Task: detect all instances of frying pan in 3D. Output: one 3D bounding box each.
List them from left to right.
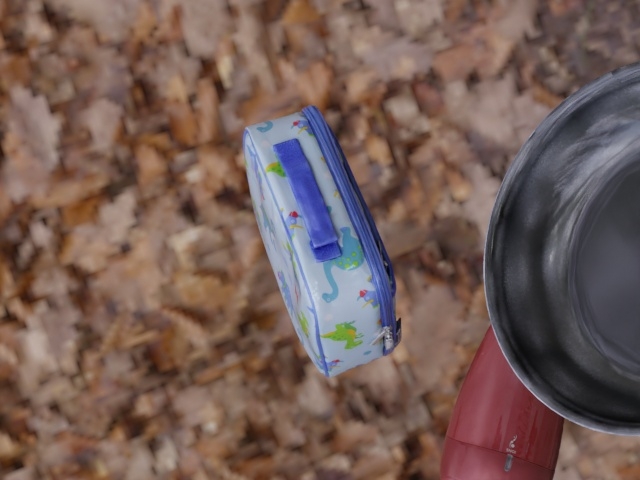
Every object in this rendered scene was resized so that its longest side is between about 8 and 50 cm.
[{"bbox_3d":[0.203,0.047,0.928,0.197,0.053,0.326,-48,54,18],"label":"frying pan"}]

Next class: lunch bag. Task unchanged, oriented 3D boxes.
[{"bbox_3d":[0.000,0.000,1.703,0.176,0.090,0.219,81,169,-59],"label":"lunch bag"}]

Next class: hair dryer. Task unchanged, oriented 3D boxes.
[{"bbox_3d":[0.105,0.158,1.368,0.223,0.080,0.293,-105,37,-69],"label":"hair dryer"}]
